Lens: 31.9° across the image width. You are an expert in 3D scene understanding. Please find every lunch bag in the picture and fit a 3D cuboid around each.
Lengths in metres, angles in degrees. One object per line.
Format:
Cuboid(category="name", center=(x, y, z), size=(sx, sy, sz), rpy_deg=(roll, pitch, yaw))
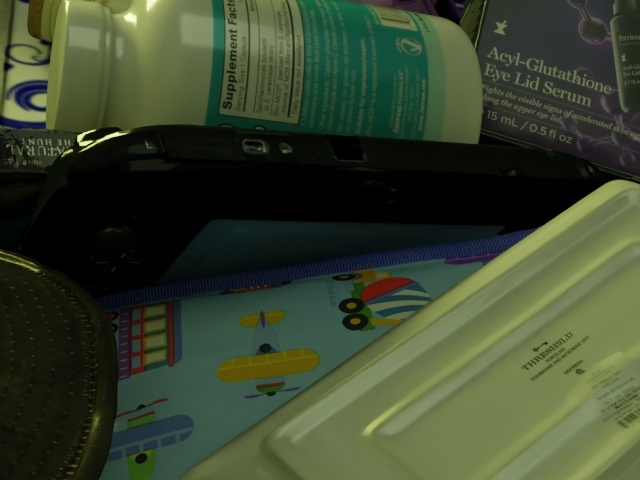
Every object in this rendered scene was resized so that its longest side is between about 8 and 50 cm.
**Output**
Cuboid(category="lunch bag", center=(-0.013, 0.108, 0.483), size=(0.293, 0.138, 0.221), rpy_deg=(1, 38, -9))

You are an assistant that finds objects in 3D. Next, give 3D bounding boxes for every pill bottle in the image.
Cuboid(category="pill bottle", center=(-0.040, -0.091, 0.730), size=(0.264, 0.146, 0.146), rpy_deg=(6, 35, -18))

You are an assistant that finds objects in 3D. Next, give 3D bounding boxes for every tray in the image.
Cuboid(category="tray", center=(0.091, 0.054, 0.435), size=(0.270, 0.030, 0.145), rpy_deg=(-31, 48, -28))

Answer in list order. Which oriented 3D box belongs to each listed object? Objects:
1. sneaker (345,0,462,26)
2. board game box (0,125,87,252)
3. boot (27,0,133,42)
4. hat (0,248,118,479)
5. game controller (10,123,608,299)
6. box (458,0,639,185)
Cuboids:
Cuboid(category="sneaker", center=(0.059, -0.187, 0.961), size=(0.236, 0.104, 0.095), rpy_deg=(22, 34, 8))
Cuboid(category="board game box", center=(-0.099, -0.023, 0.625), size=(0.186, 0.126, 0.026), rpy_deg=(-1, 70, -26))
Cuboid(category="boot", center=(-0.089, -0.202, 0.917), size=(0.203, 0.095, 0.262), rpy_deg=(22, 34, 6))
Cuboid(category="hat", center=(-0.218, -0.018, 0.364), size=(0.331, 0.134, 0.331), rpy_deg=(15, 22, -6))
Cuboid(category="game controller", center=(0.000, 0.000, 0.596), size=(0.319, 0.166, 0.067), rpy_deg=(1, 56, -30))
Cuboid(category="box", center=(0.180, -0.135, 0.848), size=(0.153, 0.108, 0.207), rpy_deg=(15, 72, -4))
